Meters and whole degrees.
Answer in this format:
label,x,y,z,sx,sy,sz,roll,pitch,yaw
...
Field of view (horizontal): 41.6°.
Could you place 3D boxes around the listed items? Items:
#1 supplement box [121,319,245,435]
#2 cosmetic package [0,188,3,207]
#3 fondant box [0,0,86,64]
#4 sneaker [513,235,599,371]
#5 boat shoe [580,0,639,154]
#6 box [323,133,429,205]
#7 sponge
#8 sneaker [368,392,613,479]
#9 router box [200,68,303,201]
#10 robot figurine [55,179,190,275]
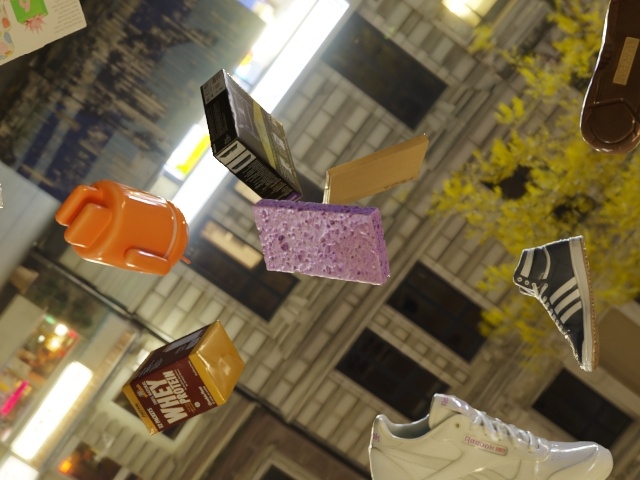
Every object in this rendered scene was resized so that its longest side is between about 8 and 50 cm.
label,x,y,z,sx,sy,sz,roll,pitch,yaw
supplement box,-0.299,0.301,1.872,0.194,0.129,0.191,-26,-169,15
cosmetic package,-0.880,-0.242,1.971,0.197,0.365,0.155,-9,-179,-40
fondant box,-0.552,-0.475,1.398,0.096,0.330,0.238,15,-140,35
sneaker,0.481,0.135,1.726,0.153,0.099,0.282,-8,-114,19
boat shoe,0.349,-0.217,0.901,0.095,0.095,0.257,-6,121,-62
box,0.104,-0.128,1.616,0.201,0.021,0.164,-20,161,-9
sponge,0.000,0.000,1.285,0.210,0.117,0.031,6,-149,30
sneaker,0.207,0.265,1.052,0.114,0.305,0.152,-37,121,-82
router box,-0.171,-0.246,2.059,0.081,0.243,0.309,-36,-140,17
robot figurine,-0.295,-0.020,1.301,0.158,0.219,0.128,6,-99,40
